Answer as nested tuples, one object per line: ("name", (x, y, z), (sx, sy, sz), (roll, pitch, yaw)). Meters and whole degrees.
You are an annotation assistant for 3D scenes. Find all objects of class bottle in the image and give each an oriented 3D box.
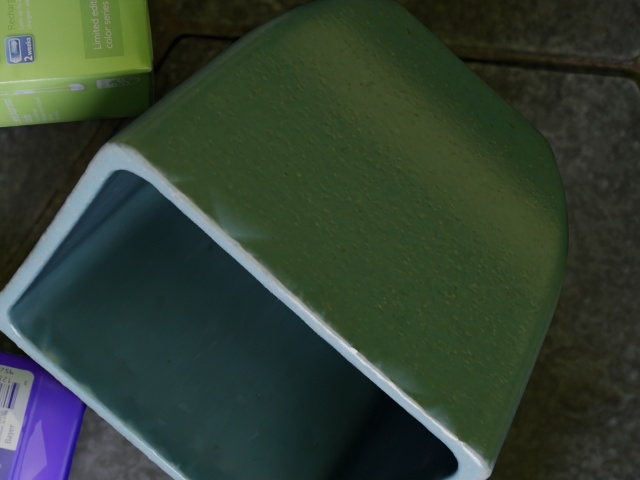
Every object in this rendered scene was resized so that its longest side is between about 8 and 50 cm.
("bottle", (-0.293, 0.108, 0.835), (0.283, 0.092, 0.118), (13, 81, -7))

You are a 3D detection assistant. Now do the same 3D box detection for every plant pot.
("plant pot", (0.000, 0.000, 0.799), (0.247, 0.248, 0.252), (41, 54, -6))

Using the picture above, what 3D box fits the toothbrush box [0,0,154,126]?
("toothbrush box", (-0.252, -0.177, 0.821), (0.283, 0.122, 0.206), (-6, 83, -9))
